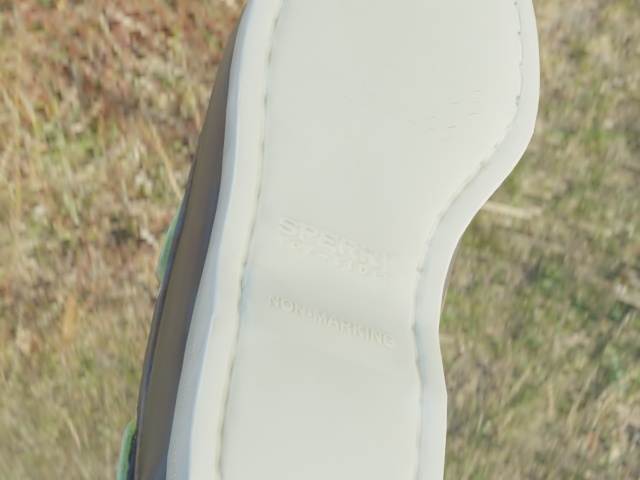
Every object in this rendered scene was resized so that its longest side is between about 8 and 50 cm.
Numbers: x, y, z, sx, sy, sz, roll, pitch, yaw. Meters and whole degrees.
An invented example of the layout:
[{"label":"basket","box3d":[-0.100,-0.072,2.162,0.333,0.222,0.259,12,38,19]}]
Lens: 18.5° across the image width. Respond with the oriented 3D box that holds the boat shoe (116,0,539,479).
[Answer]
[{"label":"boat shoe","box3d":[0.000,0.000,0.695,0.116,0.097,0.324,23,54,-16]}]
